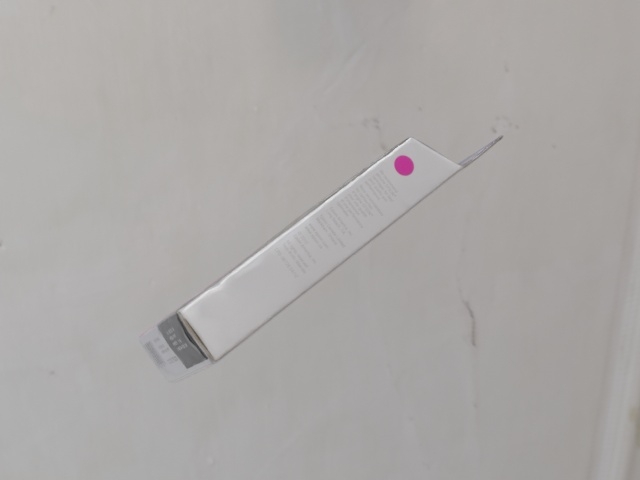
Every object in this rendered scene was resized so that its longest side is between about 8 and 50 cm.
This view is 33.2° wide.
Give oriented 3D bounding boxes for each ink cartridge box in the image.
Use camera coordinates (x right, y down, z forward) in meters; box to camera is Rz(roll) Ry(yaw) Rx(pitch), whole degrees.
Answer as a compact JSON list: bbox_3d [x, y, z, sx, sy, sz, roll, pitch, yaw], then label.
[{"bbox_3d":[0.000,0.000,1.041,0.371,0.176,0.069,-35,-89,-24],"label":"ink cartridge box"}]
